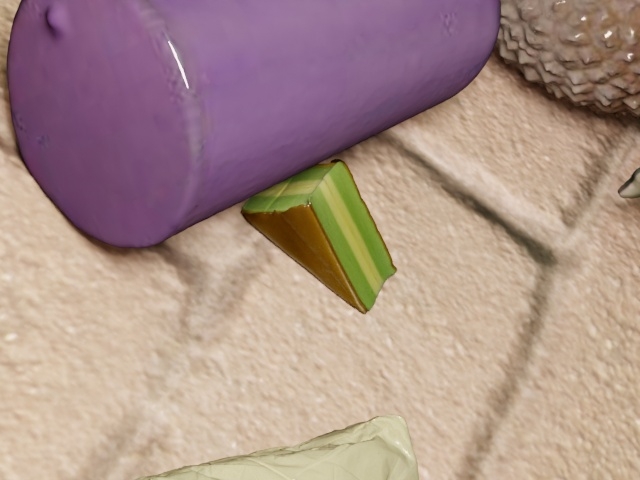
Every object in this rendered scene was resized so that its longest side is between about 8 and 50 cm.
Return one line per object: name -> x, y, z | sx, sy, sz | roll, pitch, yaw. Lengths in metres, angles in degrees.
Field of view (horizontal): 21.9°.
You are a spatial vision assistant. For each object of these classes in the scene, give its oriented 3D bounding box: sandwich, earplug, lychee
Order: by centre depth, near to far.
earplug -> -0.021, -0.157, 1.366 | 0.456, 0.215, 0.215 | -23, 72, -44
sandwich -> 0.000, 0.000, 1.388 | 0.074, 0.074, 0.116 | -51, 123, -43
lychee -> 0.288, -0.256, 1.571 | 0.300, 0.300, 0.300 | 16, 51, -21

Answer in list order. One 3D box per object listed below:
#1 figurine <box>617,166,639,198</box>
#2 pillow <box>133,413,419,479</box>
figurine -> 0.429, 0.057, 1.470 | 0.323, 0.231, 0.340 | -21, 77, -12
pillow -> -0.025, 0.273, 1.088 | 0.280, 0.076, 0.274 | -9, 85, -35
